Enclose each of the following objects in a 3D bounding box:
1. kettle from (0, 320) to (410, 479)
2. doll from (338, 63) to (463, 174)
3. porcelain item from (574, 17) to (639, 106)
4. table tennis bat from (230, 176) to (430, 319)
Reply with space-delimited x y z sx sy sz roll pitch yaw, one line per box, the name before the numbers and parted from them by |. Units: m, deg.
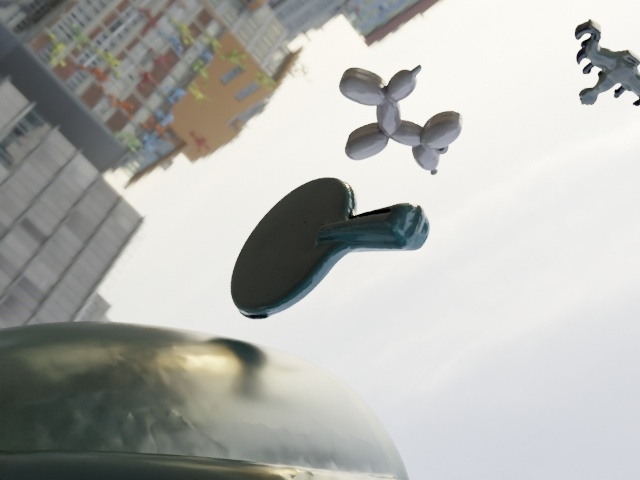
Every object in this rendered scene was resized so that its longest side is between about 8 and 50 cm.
kettle | -0.089 0.144 0.434 0.319 0.342 0.247 -13 -111 23
doll | 0.109 -0.158 1.189 0.160 0.161 0.059 0 -147 12
porcelain item | 0.303 -0.169 0.941 0.075 0.136 0.021 -44 -159 36
table tennis bat | 0.000 0.000 0.640 0.201 0.033 0.124 -9 -131 51
